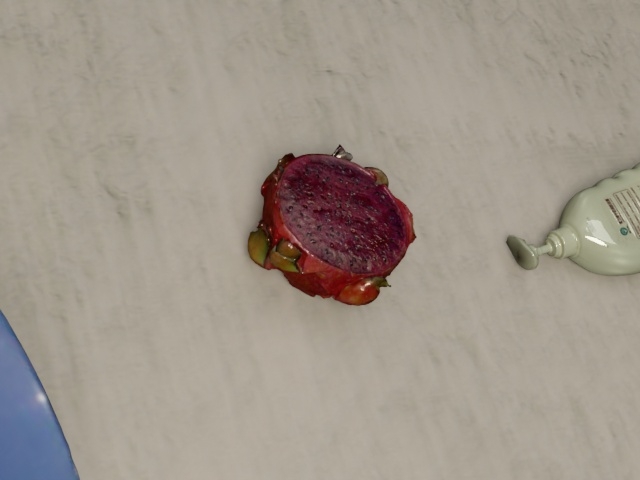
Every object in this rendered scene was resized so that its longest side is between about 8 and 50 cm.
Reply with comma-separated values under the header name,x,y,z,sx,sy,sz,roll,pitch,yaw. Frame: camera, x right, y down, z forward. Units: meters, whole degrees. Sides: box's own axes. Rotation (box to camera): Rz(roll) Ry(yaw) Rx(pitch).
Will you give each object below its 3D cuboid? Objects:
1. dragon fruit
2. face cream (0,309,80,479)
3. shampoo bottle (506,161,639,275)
name,x,y,z,sx,sy,sz,roll,pitch,yaw
dragon fruit,0.004,-0.001,1.145,0.112,0.068,0.126,25,43,-17
face cream,-0.273,0.122,0.862,0.225,0.249,0.249,-31,75,-28
shampoo bottle,0.201,-0.007,1.226,0.152,0.045,0.077,-19,70,-29
